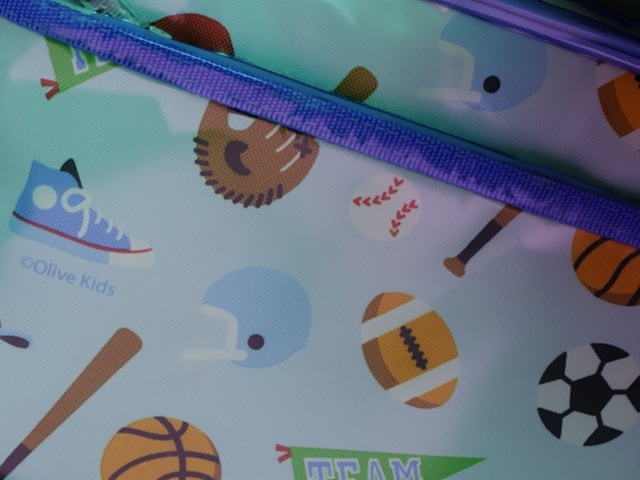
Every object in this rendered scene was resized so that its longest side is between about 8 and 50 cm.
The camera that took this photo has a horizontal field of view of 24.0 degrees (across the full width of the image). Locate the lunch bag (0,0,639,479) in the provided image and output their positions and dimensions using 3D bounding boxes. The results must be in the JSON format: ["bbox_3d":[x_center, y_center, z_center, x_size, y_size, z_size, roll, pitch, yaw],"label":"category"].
[{"bbox_3d":[0.000,0.000,0.513,0.303,0.115,0.243,19,107,-10],"label":"lunch bag"}]
